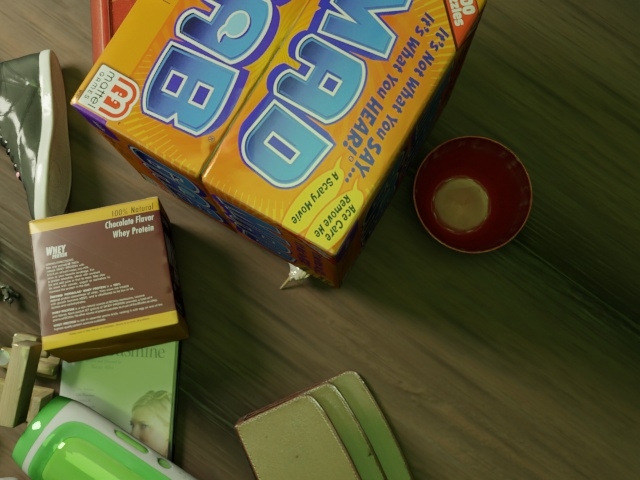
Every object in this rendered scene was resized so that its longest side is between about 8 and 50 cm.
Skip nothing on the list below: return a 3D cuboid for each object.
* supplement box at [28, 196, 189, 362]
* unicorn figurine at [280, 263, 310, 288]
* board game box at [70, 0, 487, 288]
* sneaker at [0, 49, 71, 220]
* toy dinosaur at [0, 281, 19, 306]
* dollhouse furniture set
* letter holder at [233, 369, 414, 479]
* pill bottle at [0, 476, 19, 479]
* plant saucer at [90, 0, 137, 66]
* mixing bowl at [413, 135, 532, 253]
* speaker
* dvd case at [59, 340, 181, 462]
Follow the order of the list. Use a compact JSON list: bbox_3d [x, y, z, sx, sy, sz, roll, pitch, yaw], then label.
[{"bbox_3d":[-0.310,0.061,1.209,0.191,0.129,0.194,-11,74,-5],"label":"supplement box"},{"bbox_3d":[0.000,0.000,1.274,0.162,0.060,0.111,-14,78,-1],"label":"unicorn figurine"},{"bbox_3d":[-0.042,-0.189,1.096,0.356,0.356,0.356,30,83,6],"label":"board game box"},{"bbox_3d":[-0.478,-0.151,1.267,0.147,0.104,0.295,-7,76,-1],"label":"sneaker"},{"bbox_3d":[-0.544,0.095,1.249,0.118,0.064,0.268,24,79,9],"label":"toy dinosaur"},{"bbox_3d":[-0.468,0.202,1.179,0.123,0.151,0.144,12,90,1],"label":"dollhouse furniture set"},{"bbox_3d":[0.033,0.359,1.180,0.215,0.152,0.301,-23,83,-6],"label":"letter holder"},{"bbox_3d":[-0.482,0.460,1.165,0.121,0.121,0.216,-9,82,-3],"label":"pill bottle"},{"bbox_3d":[-0.245,-0.311,1.320,0.259,0.048,0.258,-4,82,-3],"label":"plant saucer"},{"bbox_3d":[0.228,-0.065,1.269,0.182,0.098,0.181,0,82,-2],"label":"mixing bowl"},{"bbox_3d":[-0.285,0.349,1.163,0.297,0.131,0.131,33,82,3],"label":"speaker"},{"bbox_3d":[-0.311,0.254,1.249,0.181,0.022,0.252,2,82,-1],"label":"dvd case"}]
